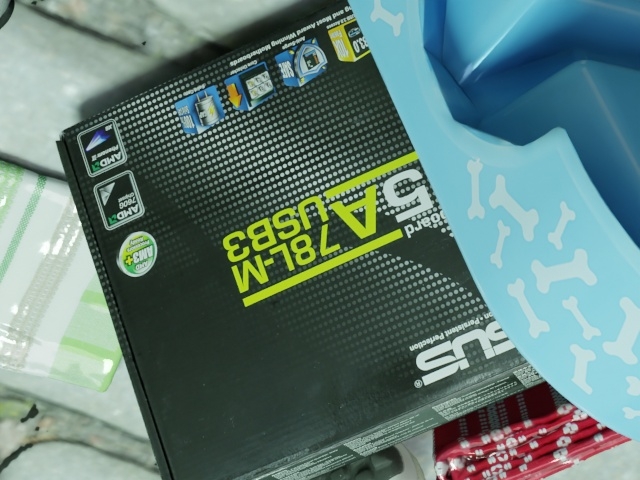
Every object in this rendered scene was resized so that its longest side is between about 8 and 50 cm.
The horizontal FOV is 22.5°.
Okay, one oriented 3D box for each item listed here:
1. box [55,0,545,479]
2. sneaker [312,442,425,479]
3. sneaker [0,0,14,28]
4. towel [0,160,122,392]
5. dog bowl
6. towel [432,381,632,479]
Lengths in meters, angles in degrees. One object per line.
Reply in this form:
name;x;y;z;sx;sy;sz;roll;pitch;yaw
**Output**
box;0.000;0.000;0.685;0.191;0.184;0.045;-23;156;9
sneaker;-0.011;0.206;0.878;0.118;0.110;0.292;13;130;-26
sneaker;-0.100;-0.139;0.638;0.229;0.086;0.132;10;128;-3
towel;-0.155;0.015;0.764;0.152;0.023;0.113;17;121;-19
dog bowl;0.102;-0.053;0.603;0.166;0.297;0.074;6;140;-39
towel;0.172;0.022;0.720;0.275;0.199;0.031;-26;100;10
